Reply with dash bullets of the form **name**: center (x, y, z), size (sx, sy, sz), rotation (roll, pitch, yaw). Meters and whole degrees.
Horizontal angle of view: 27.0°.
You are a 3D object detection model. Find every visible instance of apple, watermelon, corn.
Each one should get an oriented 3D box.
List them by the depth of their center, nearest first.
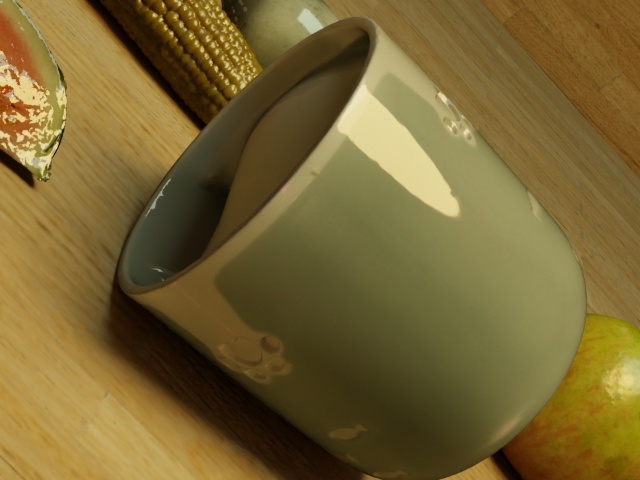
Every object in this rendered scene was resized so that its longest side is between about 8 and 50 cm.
- **watermelon**: center (-0.272, -0.145, 0.944), size (0.245, 0.063, 0.119), rotation (42, 36, -20)
- **corn**: center (-0.156, -0.228, 1.260), size (0.320, 0.097, 0.097), rotation (52, 21, -2)
- **apple**: center (0.261, 0.164, 1.311), size (0.196, 0.196, 0.196), rotation (41, 23, -21)

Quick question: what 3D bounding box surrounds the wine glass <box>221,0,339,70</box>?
- **wine glass**: center (-0.063, -0.237, 1.412), size (0.241, 0.126, 0.126), rotation (49, 21, 4)

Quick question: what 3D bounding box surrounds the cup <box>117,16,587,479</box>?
- **cup**: center (0.018, 0.017, 1.037), size (0.274, 0.259, 0.357), rotation (43, -9, -20)
